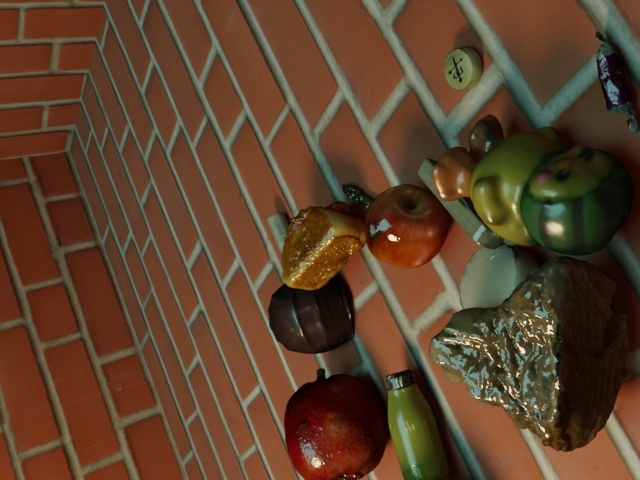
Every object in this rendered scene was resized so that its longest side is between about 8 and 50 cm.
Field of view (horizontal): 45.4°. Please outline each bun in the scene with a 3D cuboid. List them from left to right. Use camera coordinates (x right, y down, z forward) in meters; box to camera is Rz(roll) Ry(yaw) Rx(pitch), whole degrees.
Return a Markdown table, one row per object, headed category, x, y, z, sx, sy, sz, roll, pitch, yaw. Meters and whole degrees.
| category | x | y | z | sx | sy | sz | roll | pitch | yaw |
| --- | --- | --- | --- | --- | --- | --- | --- | --- | --- |
| bun | 0.356 | 0.097 | 1.458 | 0.173 | 0.120 | 0.173 | -41 | 36 | 41 |

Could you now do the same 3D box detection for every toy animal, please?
| category | x | y | z | sx | sy | sz | roll | pitch | yaw |
| --- | --- | --- | --- | --- | --- | --- | --- | --- | --- |
| toy animal | 0.375 | -0.082 | 1.317 | 0.338 | 0.216 | 0.191 | 26 | 149 | 47 |

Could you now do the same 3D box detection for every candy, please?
| category | x | y | z | sx | sy | sz | roll | pitch | yaw |
| --- | --- | --- | --- | --- | --- | --- | --- | --- | --- |
| candy | 0.473 | -0.256 | 1.236 | 0.043 | 0.045 | 0.175 | -19 | 82 | 24 |

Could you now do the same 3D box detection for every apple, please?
| category | x | y | z | sx | sy | sz | roll | pitch | yaw |
| --- | --- | --- | --- | --- | --- | --- | --- | --- | --- |
| apple | 0.181 | -0.026 | 1.646 | 0.199 | 0.199 | 0.199 | 25 | 121 | 51 |

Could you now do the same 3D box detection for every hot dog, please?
| category | x | y | z | sx | sy | sz | roll | pitch | yaw |
| --- | --- | --- | --- | --- | --- | --- | --- | --- | --- |
| hot dog | 0.000 | 0.000 | 1.924 | 0.256 | 0.150 | 0.153 | -47 | 43 | 34 |

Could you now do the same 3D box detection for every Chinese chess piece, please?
| category | x | y | z | sx | sy | sz | roll | pitch | yaw |
| --- | --- | --- | --- | --- | --- | --- | --- | --- | --- |
| Chinese chess piece | 0.281 | -0.339 | 1.508 | 0.084 | 0.034 | 0.084 | 27 | 124 | 50 |

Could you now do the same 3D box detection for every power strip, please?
| category | x | y | z | sx | sy | sz | roll | pitch | yaw |
| --- | --- | --- | --- | --- | --- | --- | --- | --- | --- |
| power strip | 0.280 | -0.074 | 1.497 | 0.048 | 0.080 | 0.286 | -63 | 33 | 25 |

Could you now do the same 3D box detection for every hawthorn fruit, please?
| category | x | y | z | sx | sy | sz | roll | pitch | yaw |
| --- | --- | --- | --- | --- | --- | --- | --- | --- | --- |
| hawthorn fruit | 0.034 | 0.471 | 1.974 | 0.265 | 0.265 | 0.307 | 128 | 141 | -51 |

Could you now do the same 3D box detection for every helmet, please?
| category | x | y | z | sx | sy | sz | roll | pitch | yaw |
| --- | --- | --- | --- | --- | --- | --- | --- | --- | --- |
| helmet | -0.053 | 0.209 | 2.080 | 0.305 | 0.177 | 0.225 | -31 | 76 | 55 |

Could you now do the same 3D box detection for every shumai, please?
| category | x | y | z | sx | sy | sz | roll | pitch | yaw |
| --- | --- | --- | --- | --- | --- | --- | --- | --- | --- |
| shumai | 0.363 | 0.189 | 1.340 | 0.283 | 0.217 | 0.346 | 6 | 114 | 51 |

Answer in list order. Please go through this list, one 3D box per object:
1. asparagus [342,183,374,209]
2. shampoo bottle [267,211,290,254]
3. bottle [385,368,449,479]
| category | x | y | z | sx | sy | sz | roll | pitch | yaw |
| --- | --- | --- | --- | --- | --- | --- | --- | --- | --- |
| asparagus | 0.102 | -0.102 | 1.868 | 0.165 | 0.030 | 0.036 | 38 | 155 | 42 |
| shampoo bottle | -0.093 | 0.015 | 2.182 | 0.056 | 0.056 | 0.195 | -47 | 61 | 52 |
| bottle | 0.218 | 0.436 | 1.796 | 0.112 | 0.112 | 0.260 | -24 | 80 | 57 |
